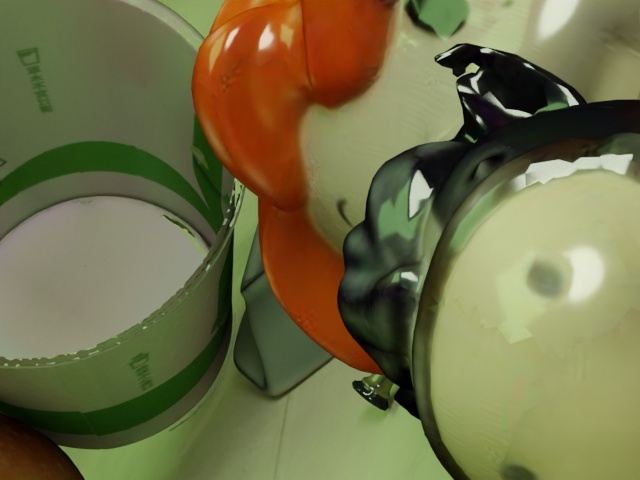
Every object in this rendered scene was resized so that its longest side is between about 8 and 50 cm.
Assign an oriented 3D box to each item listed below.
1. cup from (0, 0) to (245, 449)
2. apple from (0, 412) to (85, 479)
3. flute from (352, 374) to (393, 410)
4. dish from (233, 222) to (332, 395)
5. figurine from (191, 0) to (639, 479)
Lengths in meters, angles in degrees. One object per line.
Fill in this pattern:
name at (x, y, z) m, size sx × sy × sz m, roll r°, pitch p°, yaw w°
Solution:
cup at (-0.161, 0.006, 1.255) m, size 0.274 × 0.253 × 0.253 m, roll 85°, pitch -155°, yaw -65°
apple at (-0.305, 0.245, 1.266) m, size 0.338 × 0.339 × 0.305 m, roll -13°, pitch 59°, yaw 66°
flute at (0.092, -0.004, 1.083) m, size 0.233 × 0.027 × 0.027 m, roll -55°, pitch 18°, yaw 14°
dish at (0.000, 0.000, 1.264) m, size 0.234 × 0.064 × 0.154 m, roll -44°, pitch 24°, yaw 45°
figurine at (0.122, -0.013, 0.586) m, size 0.411 × 0.306 × 0.241 m, roll -107°, pitch 10°, yaw -66°
